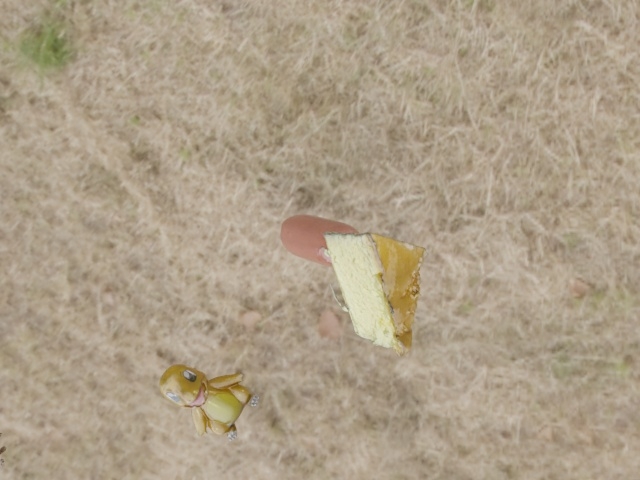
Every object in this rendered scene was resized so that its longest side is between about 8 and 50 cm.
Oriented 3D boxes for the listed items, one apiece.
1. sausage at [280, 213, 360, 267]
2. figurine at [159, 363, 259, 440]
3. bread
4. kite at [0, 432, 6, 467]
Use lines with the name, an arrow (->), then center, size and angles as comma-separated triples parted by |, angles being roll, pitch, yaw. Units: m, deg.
sausage -> 0.000, 0.000, 1.118 | 0.154, 0.062, 0.062 | 15, 144, 57
figurine -> -0.195, 0.239, 1.343 | 0.122, 0.121, 0.176 | 33, 175, 42
bread -> 0.041, 0.049, 0.792 | 0.080, 0.109, 0.084 | 11, 178, -40
kite -> -0.504, 0.380, 1.230 | 0.016, 0.127, 0.229 | 10, 116, -37
